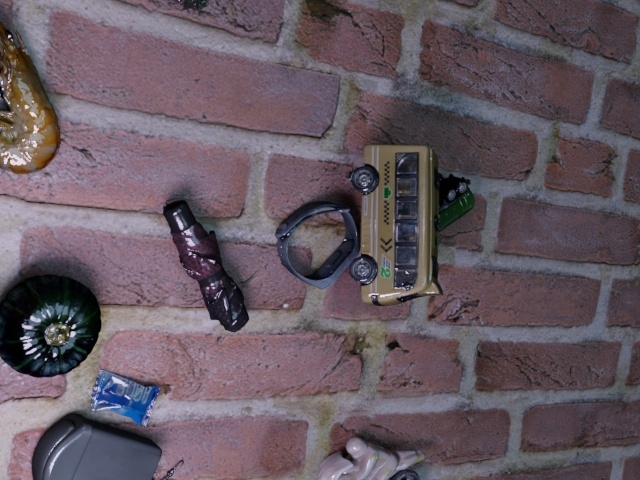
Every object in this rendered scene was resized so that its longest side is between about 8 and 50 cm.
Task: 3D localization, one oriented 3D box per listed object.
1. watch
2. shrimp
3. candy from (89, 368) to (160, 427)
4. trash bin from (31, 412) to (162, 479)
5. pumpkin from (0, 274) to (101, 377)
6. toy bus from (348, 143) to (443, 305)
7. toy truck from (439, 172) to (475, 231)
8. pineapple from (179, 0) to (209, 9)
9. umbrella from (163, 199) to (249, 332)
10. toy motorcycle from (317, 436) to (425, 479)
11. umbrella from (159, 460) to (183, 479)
[{"bbox_3d":[0.000,0.000,1.858,0.206,0.068,0.193,-47,120,-16],"label":"watch"},{"bbox_3d":[-0.572,-0.256,1.444,0.152,0.063,0.287,-20,110,-16],"label":"shrimp"},{"bbox_3d":[-0.409,0.329,1.657,0.136,0.038,0.088,23,81,-25],"label":"candy"},{"bbox_3d":[-0.458,0.456,1.610,0.236,0.101,0.177,27,81,-36],"label":"trash bin"},{"bbox_3d":[-0.511,0.162,1.500,0.201,0.140,0.202,-7,104,-30],"label":"pumpkin"},{"bbox_3d":[0.178,-0.033,1.831,0.177,0.201,0.366,22,68,-73],"label":"toy bus"},{"bbox_3d":[0.288,-0.080,2.018,0.242,0.101,0.125,-32,126,-28],"label":"toy truck"},{"bbox_3d":[-0.269,-0.577,1.566,0.125,0.125,0.251,-27,117,-27],"label":"pineapple"},{"bbox_3d":[-0.242,0.054,1.694,0.090,0.094,0.326,-16,115,16],"label":"umbrella"},{"bbox_3d":[0.112,0.592,2.004,0.340,0.108,0.223,-2,105,-26],"label":"toy motorcycle"},{"bbox_3d":[-0.345,0.529,1.747,0.122,0.013,0.022,-46,141,-20],"label":"umbrella"}]
